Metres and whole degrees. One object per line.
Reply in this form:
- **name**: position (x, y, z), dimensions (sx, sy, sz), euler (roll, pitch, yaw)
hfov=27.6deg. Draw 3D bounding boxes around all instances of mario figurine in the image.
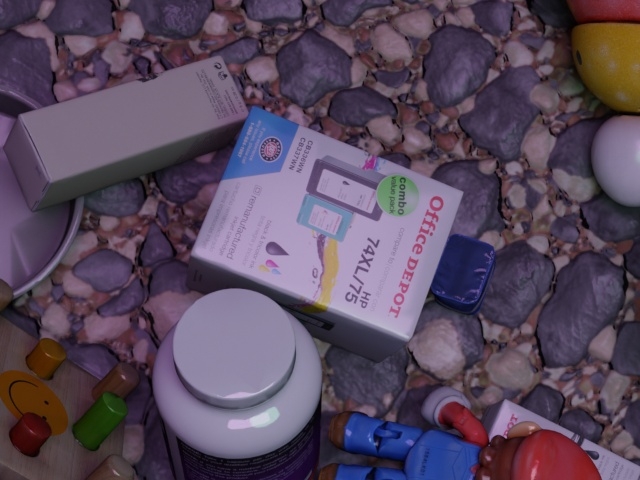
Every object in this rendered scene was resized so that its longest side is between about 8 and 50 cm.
- **mario figurine**: position (0.170, 0.286, 1.502), dimensions (0.320, 0.170, 0.198), euler (4, 102, 24)

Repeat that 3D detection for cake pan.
- **cake pan**: position (-0.437, -0.053, 1.598), dimensions (0.293, 0.054, 0.293), euler (2, 77, -7)

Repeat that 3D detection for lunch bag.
- **lunch bag**: position (0.183, 0.041, 1.653), dimensions (0.067, 0.065, 0.098), euler (20, 76, 14)

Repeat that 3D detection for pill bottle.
- **pill bottle**: position (-0.088, 0.182, 1.436), dimensions (0.181, 0.323, 0.181), euler (1, 60, -1)

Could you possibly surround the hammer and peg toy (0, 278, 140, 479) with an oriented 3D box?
- **hammer and peg toy**: position (-0.322, 0.204, 1.379), dimensions (0.266, 0.361, 0.127), euler (38, 108, -20)

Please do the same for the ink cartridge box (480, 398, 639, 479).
- **ink cartridge box**: position (0.272, 0.299, 1.594), dimensions (0.191, 0.082, 0.139), euler (27, 75, -1)

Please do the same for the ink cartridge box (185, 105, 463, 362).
- **ink cartridge box**: position (0.000, 0.000, 1.568), dimensions (0.270, 0.197, 0.198), euler (21, 75, -2)

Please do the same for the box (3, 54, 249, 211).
- **box**: position (-0.233, -0.131, 1.578), dimensions (0.275, 0.113, 0.094), euler (-21, 81, -30)

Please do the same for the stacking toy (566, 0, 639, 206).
- **stacking toy**: position (0.430, -0.282, 1.671), dimensions (0.350, 0.350, 0.480), euler (8, 91, -6)
